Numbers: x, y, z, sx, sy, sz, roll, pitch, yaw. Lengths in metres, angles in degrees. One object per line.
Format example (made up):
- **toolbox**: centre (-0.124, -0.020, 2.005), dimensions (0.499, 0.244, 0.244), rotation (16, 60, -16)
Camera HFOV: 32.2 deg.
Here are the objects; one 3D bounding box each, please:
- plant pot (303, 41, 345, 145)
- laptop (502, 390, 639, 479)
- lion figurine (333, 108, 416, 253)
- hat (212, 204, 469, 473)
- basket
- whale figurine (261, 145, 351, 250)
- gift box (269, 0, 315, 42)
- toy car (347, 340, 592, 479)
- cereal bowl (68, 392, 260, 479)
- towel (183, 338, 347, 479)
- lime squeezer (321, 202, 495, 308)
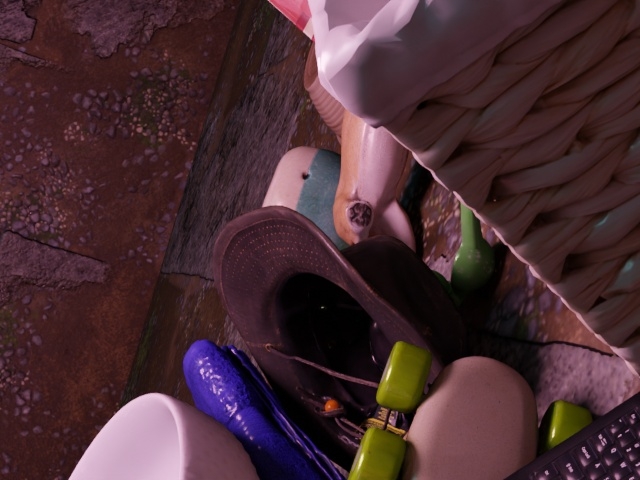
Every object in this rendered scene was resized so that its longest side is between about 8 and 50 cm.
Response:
- **plant pot**: centre (0.048, -0.251, 1.549), dimensions (0.237, 0.109, 0.237), rotation (-162, 90, -74)
- **laptop**: centre (0.181, 0.131, 0.596), dimensions (0.264, 0.136, 0.234), rotation (-35, 31, 9)
- **lion figurine**: centre (0.070, -0.105, 1.270), dimensions (0.240, 0.142, 0.392), rotation (-141, 68, -75)
- **hat**: centre (0.054, 0.089, 1.029), dimensions (0.134, 0.331, 0.331), rotation (-36, -3, -29)
- **basket**: centre (0.187, -0.158, 0.516), dimensions (0.328, 0.266, 0.331), rotation (-34, 32, 19)
- **whale figurine**: centre (0.000, 0.000, 1.462), dimensions (0.272, 0.141, 0.216), rotation (90, -164, -55)
- **gift box**: centre (0.107, -0.309, 1.039), dimensions (0.258, 0.276, 0.255), rotation (-24, -23, -48)
- **toy car**: centre (0.098, 0.189, 0.855), dimensions (0.188, 0.155, 0.149), rotation (107, -176, -55)
- **cereal bowl**: centre (-0.146, 0.310, 0.952), dimensions (0.339, 0.141, 0.339), rotation (-49, 25, 32)
- **towel**: centre (-0.026, 0.254, 1.056), dimensions (0.308, 0.076, 0.228), rotation (47, 153, 45)
- **lime squeezer**: centre (0.099, 0.026, 1.077), dimensions (0.310, 0.110, 0.059), rotation (-50, 13, 46)
